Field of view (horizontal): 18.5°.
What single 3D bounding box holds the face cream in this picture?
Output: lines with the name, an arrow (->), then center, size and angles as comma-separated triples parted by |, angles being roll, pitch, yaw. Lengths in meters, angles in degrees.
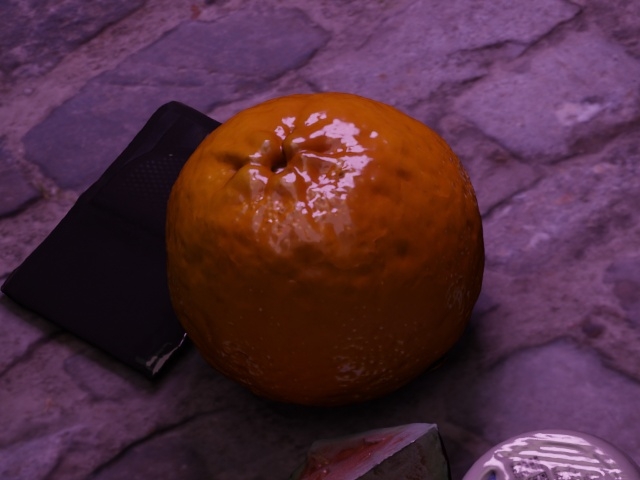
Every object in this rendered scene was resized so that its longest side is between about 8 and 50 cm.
face cream -> 0.228, 0.288, 1.906 | 0.206, 0.111, 0.206 | -7, 53, 10

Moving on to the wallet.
wallet -> -0.182, -0.009, 2.262 | 0.247, 0.041, 0.323 | 26, 66, 30

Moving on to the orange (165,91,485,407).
orange -> 0.000, 0.000, 2.051 | 0.341, 0.293, 0.340 | -7, 55, 9

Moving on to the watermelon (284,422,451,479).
watermelon -> 0.002, 0.292, 1.906 | 0.305, 0.180, 0.224 | -34, 57, -3
